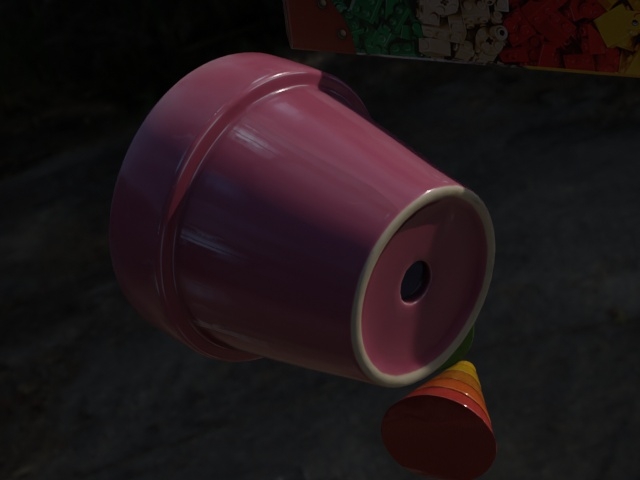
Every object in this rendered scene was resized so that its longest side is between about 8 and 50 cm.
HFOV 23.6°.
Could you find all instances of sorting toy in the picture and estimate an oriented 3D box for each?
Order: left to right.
[{"bbox_3d":[0.110,0.067,1.541,0.127,0.365,0.126,-1,33,23],"label":"sorting toy"}]

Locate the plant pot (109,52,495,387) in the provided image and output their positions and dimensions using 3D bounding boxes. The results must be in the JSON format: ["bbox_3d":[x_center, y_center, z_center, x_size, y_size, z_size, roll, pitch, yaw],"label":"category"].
[{"bbox_3d":[0.000,0.000,0.959,0.180,0.201,0.201,25,42,38],"label":"plant pot"}]

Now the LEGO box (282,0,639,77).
[{"bbox_3d":[0.246,-0.306,1.193,0.372,0.193,0.500,9,30,31],"label":"LEGO box"}]
